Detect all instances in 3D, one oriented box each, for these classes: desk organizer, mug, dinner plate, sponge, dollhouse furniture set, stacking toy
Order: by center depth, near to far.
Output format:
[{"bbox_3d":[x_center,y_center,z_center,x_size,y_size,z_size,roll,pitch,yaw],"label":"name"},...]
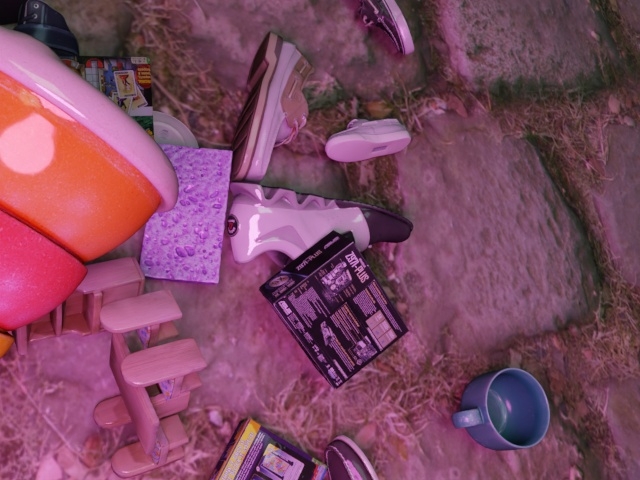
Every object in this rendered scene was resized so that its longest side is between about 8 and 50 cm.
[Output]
[{"bbox_3d":[-0.404,0.034,0.715,0.350,0.350,0.480,32,76,-13],"label":"stacking toy"},{"bbox_3d":[-0.272,0.152,0.861,0.161,0.212,0.242,-12,51,-31],"label":"dollhouse furniture set"},{"bbox_3d":[-0.454,-0.374,1.004,0.047,0.130,0.050,-19,79,-30],"label":"desk organizer"},{"bbox_3d":[-0.200,-0.041,1.040,0.117,0.031,0.210,7,76,-10],"label":"sponge"},{"bbox_3d":[-0.256,-0.142,1.085,0.141,0.017,0.141,10,66,-24],"label":"dinner plate"},{"bbox_3d":[0.288,0.277,1.152,0.157,0.097,0.130,28,62,-14],"label":"mug"}]

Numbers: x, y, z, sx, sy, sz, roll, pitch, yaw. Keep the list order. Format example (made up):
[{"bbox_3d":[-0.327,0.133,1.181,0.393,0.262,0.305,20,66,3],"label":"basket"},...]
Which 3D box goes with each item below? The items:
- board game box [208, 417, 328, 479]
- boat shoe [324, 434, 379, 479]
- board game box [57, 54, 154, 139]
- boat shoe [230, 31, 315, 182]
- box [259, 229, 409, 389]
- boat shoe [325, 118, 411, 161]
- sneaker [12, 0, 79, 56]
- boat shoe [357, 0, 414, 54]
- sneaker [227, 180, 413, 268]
[{"bbox_3d":[-0.088,0.359,0.965,0.141,0.048,0.170,34,61,-9],"label":"board game box"},{"bbox_3d":[0.054,0.399,1.001,0.068,0.081,0.228,-19,83,-35],"label":"boat shoe"},{"bbox_3d":[-0.360,-0.190,0.971,0.259,0.030,0.136,-10,108,-36],"label":"board game box"},{"bbox_3d":[-0.071,-0.213,1.139,0.103,0.113,0.302,23,57,-21],"label":"boat shoe"},{"bbox_3d":[0.021,0.103,1.035,0.147,0.077,0.180,-38,114,-9],"label":"box"},{"bbox_3d":[0.080,-0.189,1.244,0.184,0.066,0.063,-15,65,-28],"label":"boat shoe"},{"bbox_3d":[-0.452,-0.261,0.980,0.226,0.086,0.164,-3,84,-37],"label":"sneaker"},{"bbox_3d":[0.108,-0.452,1.353,0.070,0.078,0.219,-30,90,3],"label":"boat shoe"},{"bbox_3d":[0.000,0.000,1.114,0.330,0.122,0.146,7,89,-28],"label":"sneaker"}]
